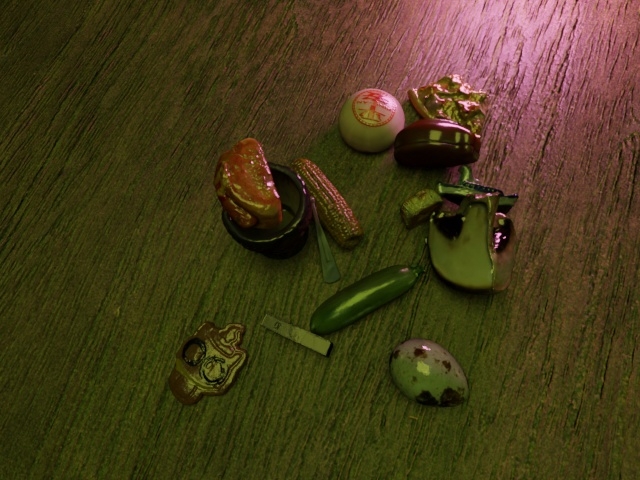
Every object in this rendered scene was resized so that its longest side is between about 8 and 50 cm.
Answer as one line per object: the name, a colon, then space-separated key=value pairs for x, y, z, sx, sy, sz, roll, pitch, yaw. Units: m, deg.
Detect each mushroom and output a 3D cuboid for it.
mushroom: x=0.456 y=0.006 z=1.317 sx=0.217 sy=0.212 sz=0.292 roll=-5 pitch=93 yaw=49

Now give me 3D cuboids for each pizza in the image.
pizza: x=0.470 y=-0.478 z=1.512 sx=0.223 sy=0.089 sz=0.323 roll=-43 pitch=72 yaw=-6

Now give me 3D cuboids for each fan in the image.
fan: x=0.000 y=0.000 z=1.373 sx=0.057 sy=0.023 sz=0.282 roll=-17 pitch=94 yaw=2

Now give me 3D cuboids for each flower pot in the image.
flower pot: x=-0.149 y=-0.068 z=1.343 sx=0.266 sy=0.267 sz=0.266 roll=-2 pitch=70 yaw=5

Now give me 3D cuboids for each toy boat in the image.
toy boat: x=0.498 y=-0.160 z=1.370 sx=0.262 sy=0.114 sz=0.115 roll=21 pitch=83 yaw=-2

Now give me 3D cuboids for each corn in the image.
corn: x=0.010 y=-0.128 z=1.426 sx=0.120 sy=0.120 sz=0.363 roll=-34 pitch=75 yaw=-6

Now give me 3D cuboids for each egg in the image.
egg: x=0.299 y=0.367 z=1.189 sx=0.231 sy=0.169 sz=0.169 roll=29 pitch=76 yaw=4

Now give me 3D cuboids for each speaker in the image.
speaker: x=-0.069 y=0.286 z=1.308 sx=0.218 sy=0.082 sz=0.044 roll=21 pitch=75 yaw=15

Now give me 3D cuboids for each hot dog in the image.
hot dog: x=-0.205 y=-0.143 z=1.163 sx=0.153 sy=0.150 sz=0.257 roll=-17 pitch=70 yaw=-11

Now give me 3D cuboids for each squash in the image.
squash: x=0.137 y=0.169 z=1.310 sx=0.395 sy=0.107 sz=0.107 roll=-27 pitch=70 yaw=-3

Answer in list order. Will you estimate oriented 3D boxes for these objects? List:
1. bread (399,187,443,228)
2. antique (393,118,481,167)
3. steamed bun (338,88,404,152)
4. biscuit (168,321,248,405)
bread: x=0.319 y=-0.106 z=1.373 sx=0.140 sy=0.128 sz=0.069 roll=-27 pitch=70 yaw=-8
antique: x=0.366 y=-0.307 z=1.394 sx=0.278 sy=0.223 sz=0.129 roll=4 pitch=84 yaw=42
steamed bun: x=0.174 y=-0.425 z=1.494 sx=0.232 sy=0.145 sz=0.232 roll=-2 pitch=70 yaw=7
biscuit: x=-0.341 y=0.370 z=1.332 sx=0.208 sy=0.041 sz=0.290 roll=37 pitch=79 yaw=16
